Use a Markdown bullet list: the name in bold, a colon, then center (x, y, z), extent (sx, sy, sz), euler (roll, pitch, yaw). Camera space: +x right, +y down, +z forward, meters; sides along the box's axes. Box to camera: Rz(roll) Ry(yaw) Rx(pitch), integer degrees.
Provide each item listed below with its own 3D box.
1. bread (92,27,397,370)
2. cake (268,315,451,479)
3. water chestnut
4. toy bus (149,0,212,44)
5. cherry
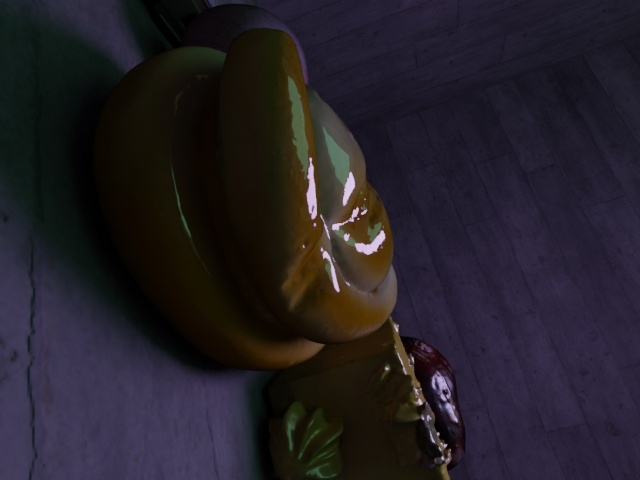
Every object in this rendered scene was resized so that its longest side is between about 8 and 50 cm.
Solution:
- **bread**: center (-0.051, -0.033, 0.534), extent (0.329, 0.245, 0.424), euler (-100, 165, -45)
- **cake**: center (0.057, 0.273, 0.675), extent (0.286, 0.227, 0.222), euler (-41, 109, -83)
- **water chestnut**: center (0.175, 0.407, 1.041), extent (0.347, 0.335, 0.335), euler (-4, 74, -51)
- **toy bus**: center (-0.223, -0.387, 0.711), extent (0.112, 0.090, 0.274), euler (66, 4, 19)
- **cherry**: center (-0.112, -0.239, 0.708), extent (0.239, 0.206, 0.239), euler (-20, 90, -87)
